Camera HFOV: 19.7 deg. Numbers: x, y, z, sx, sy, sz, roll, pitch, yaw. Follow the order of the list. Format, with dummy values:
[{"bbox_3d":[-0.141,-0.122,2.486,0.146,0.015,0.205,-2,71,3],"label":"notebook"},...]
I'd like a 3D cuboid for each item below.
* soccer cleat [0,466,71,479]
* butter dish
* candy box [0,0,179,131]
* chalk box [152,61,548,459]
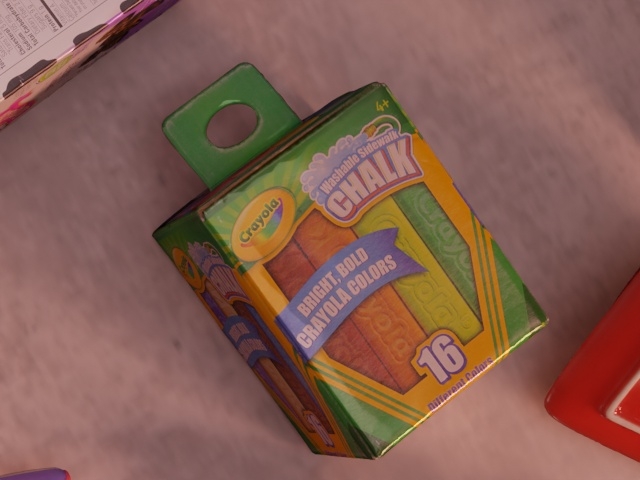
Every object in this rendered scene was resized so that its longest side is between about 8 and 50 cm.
[{"bbox_3d":[-0.130,0.278,0.993,0.116,0.108,0.318,-25,90,-20],"label":"soccer cleat"},{"bbox_3d":[0.236,0.055,1.109,0.160,0.118,0.160,26,124,-12],"label":"butter dish"},{"bbox_3d":[-0.151,-0.120,0.981,0.196,0.165,0.070,-38,95,-14],"label":"candy box"},{"bbox_3d":[0.000,0.000,1.032,0.132,0.132,0.213,-38,96,-15],"label":"chalk box"}]
